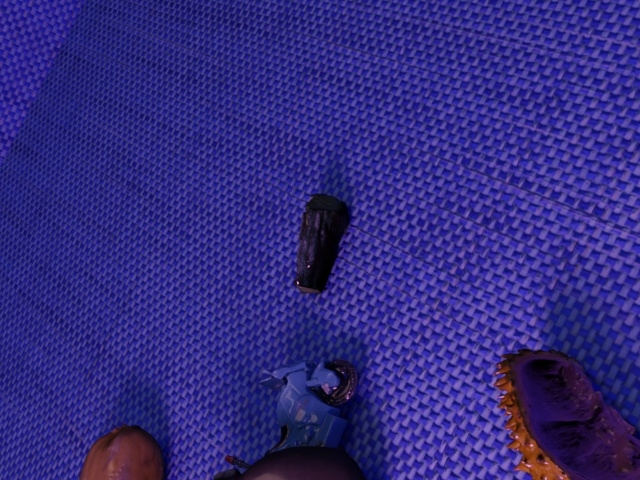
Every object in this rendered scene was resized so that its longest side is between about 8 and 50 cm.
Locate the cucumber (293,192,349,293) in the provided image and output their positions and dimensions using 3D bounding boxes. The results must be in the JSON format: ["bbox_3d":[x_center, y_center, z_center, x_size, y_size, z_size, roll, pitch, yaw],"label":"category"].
[{"bbox_3d":[0.000,0.000,2.184,0.115,0.085,0.193,82,-157,-78],"label":"cucumber"}]

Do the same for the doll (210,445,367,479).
[{"bbox_3d":[-0.086,0.521,1.821,0.378,0.252,0.383,-25,78,18],"label":"doll"}]

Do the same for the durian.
[{"bbox_3d":[0.315,0.269,1.603,0.341,0.191,0.112,-120,38,-46],"label":"durian"}]

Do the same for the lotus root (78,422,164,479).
[{"bbox_3d":[-0.381,0.517,2.271,0.169,0.151,0.343,-12,65,41],"label":"lotus root"}]

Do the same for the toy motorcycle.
[{"bbox_3d":[-0.045,0.315,2.023,0.182,0.123,0.272,14,80,41],"label":"toy motorcycle"}]
